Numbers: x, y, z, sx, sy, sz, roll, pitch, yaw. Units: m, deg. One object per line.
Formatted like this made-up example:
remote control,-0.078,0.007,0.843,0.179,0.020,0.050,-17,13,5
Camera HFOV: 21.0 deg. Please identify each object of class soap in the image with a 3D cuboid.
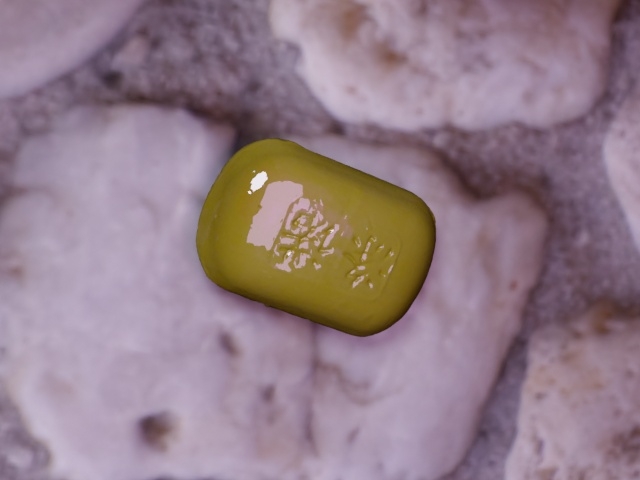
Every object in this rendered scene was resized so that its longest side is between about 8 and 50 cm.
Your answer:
soap,0.001,0.000,0.942,0.140,0.045,0.089,21,92,-26
